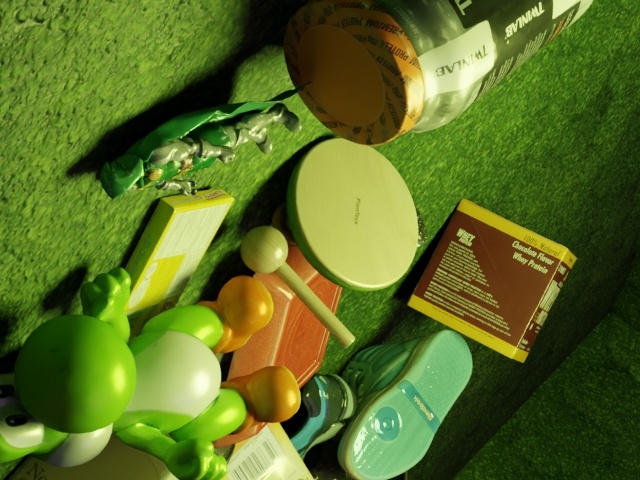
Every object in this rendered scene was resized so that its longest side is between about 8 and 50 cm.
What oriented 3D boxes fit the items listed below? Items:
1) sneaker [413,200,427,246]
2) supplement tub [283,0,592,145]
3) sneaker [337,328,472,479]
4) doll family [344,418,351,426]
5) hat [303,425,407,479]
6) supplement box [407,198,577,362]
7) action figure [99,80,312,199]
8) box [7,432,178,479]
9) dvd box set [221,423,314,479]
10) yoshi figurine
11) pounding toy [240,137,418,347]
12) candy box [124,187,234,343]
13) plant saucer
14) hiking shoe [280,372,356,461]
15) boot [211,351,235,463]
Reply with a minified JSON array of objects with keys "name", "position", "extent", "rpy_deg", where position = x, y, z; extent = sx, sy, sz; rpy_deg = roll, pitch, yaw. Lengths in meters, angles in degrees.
[{"name":"sneaker","position":[0.076,0.000,2.053],"extent":[0.086,0.085,0.237],"rpy_deg":[-23,-174,31]},{"name":"supplement tub","position":[0.121,-0.233,1.496],"extent":[0.316,0.193,0.193],"rpy_deg":[-40,159,-35]},{"name":"sneaker","position":[0.086,0.270,2.380],"extent":[0.208,0.127,0.319],"rpy_deg":[-13,-158,47]},{"name":"doll family","position":[0.044,0.350,2.624],"extent":[0.163,0.118,0.263],"rpy_deg":[-59,180,1]},{"name":"hat","position":[-0.020,0.401,2.363],"extent":[0.331,0.331,0.134],"rpy_deg":[-48,128,-12]},{"name":"supplement box","position":[0.278,0.066,2.422],"extent":[0.194,0.191,0.129],"rpy_deg":[-63,162,0]},{"name":"action figure","position":[-0.118,-0.083,1.399],"extent":[0.232,0.063,0.137],"rpy_deg":[-24,172,-46]},{"name":"box","position":[-0.276,0.312,1.659],"extent":[0.311,0.148,0.121],"rpy_deg":[-50,162,-12]},{"name":"dvd box set","position":[-0.104,0.463,2.097],"extent":[0.307,0.062,0.420],"rpy_deg":[-43,121,-23]},{"name":"yoshi figurine","position":[-0.172,0.132,1.473],"extent":[0.362,0.203,0.203],"rpy_deg":[-10,120,-44]},{"name":"pounding toy","position":[0.000,0.000,1.749],"extent":[0.110,0.183,0.237],"rpy_deg":[-26,-158,48]},{"name":"candy box","position":[-0.170,0.037,1.571],"extent":[0.105,0.027,0.206],"rpy_deg":[-17,142,-59]},{"name":"plant saucer","position":[-0.035,0.108,1.870],"extent":[0.259,0.048,0.258],"rpy_deg":[-43,152,-59]},{"name":"hiking shoe","position":[-0.081,0.314,2.251],"extent":[0.304,0.113,0.132],"rpy_deg":[-56,143,5]},{"name":"boot","position":[-0.133,0.180,1.855],"extent":[0.229,0.091,0.263],"rpy_deg":[-63,165,15]}]
